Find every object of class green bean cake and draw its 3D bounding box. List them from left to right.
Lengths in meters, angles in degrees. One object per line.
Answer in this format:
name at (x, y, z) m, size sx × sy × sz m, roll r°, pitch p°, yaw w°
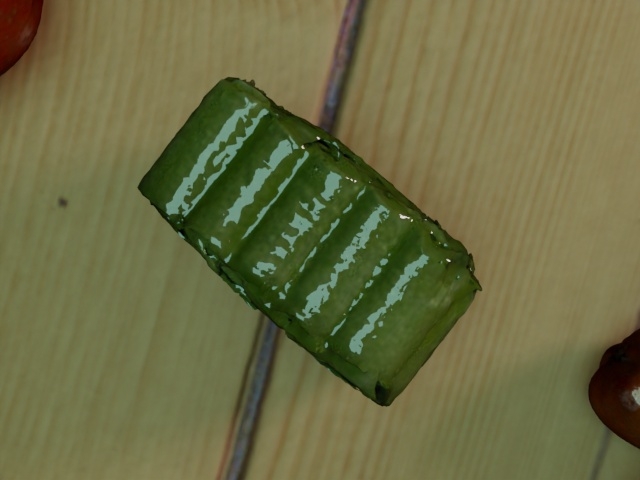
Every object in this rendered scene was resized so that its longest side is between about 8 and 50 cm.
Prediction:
green bean cake at (0.000, 0.000, 0.713) m, size 0.200 × 0.214 × 0.113 m, roll 41°, pitch 93°, yaw 5°

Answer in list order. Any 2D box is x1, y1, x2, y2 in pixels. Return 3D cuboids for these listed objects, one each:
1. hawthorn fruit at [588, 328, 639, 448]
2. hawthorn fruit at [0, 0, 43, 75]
hawthorn fruit at (0.230, 0.106, 0.752) m, size 0.093 × 0.081 × 0.081 m, roll 43°, pitch 99°, yaw -5°
hawthorn fruit at (-0.270, -0.182, 0.771) m, size 0.188 × 0.169 × 0.169 m, roll -38°, pitch 87°, yaw 10°
